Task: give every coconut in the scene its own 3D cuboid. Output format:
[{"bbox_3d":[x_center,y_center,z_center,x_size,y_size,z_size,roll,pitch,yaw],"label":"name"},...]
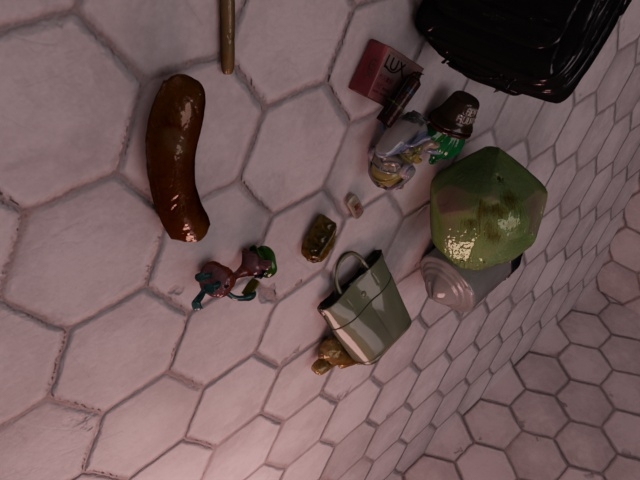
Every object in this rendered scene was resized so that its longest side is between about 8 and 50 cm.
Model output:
[{"bbox_3d":[0.433,-0.094,1.662,0.328,0.281,0.329,0,116,-1],"label":"coconut"}]

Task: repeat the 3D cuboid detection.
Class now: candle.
[{"bbox_3d":[0.432,0.080,1.881,0.342,0.221,0.221,-37,143,-20],"label":"candle"}]

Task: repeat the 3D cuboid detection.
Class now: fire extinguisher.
[{"bbox_3d":[0.164,-0.293,1.270,0.132,0.039,0.056,-55,156,2],"label":"fire extinguisher"}]

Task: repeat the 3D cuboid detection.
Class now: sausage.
[{"bbox_3d":[-0.227,-0.115,1.004,0.103,0.076,0.302,-37,144,-39],"label":"sausage"},{"bbox_3d":[-0.144,-0.320,0.975,0.024,0.024,0.132,-27,136,-36],"label":"sausage"}]

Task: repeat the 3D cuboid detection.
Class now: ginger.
[{"bbox_3d":[0.084,0.317,1.785,0.298,0.065,0.118,6,118,-53],"label":"ginger"}]

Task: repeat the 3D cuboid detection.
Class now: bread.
[{"bbox_3d":[0.000,0.000,1.406,0.066,0.060,0.110,22,101,-41],"label":"bread"}]

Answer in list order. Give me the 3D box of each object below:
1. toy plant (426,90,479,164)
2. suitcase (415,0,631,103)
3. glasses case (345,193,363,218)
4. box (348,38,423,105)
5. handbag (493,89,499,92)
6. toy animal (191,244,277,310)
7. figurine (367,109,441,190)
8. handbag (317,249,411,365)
[{"bbox_3d":[0.302,-0.263,1.521,0.142,0.105,0.200,-4,134,-38],"label":"toy plant"},{"bbox_3d":[0.396,-0.464,1.240,0.188,0.345,0.339,13,108,-60],"label":"suitcase"},{"bbox_3d":[0.080,-0.079,1.470,0.032,0.021,0.083,-49,147,-11],"label":"glasses case"},{"bbox_3d":[0.137,-0.333,1.287,0.156,0.060,0.111,5,114,-54],"label":"box"},{"bbox_3d":[0.516,-0.507,1.566,0.182,0.117,0.271,-27,137,-48],"label":"handbag"},{"bbox_3d":[-0.169,0.078,1.225,0.208,0.100,0.103,-24,99,-55],"label":"toy animal"},{"bbox_3d":[0.185,-0.202,1.406,0.208,0.128,0.184,-11,130,-52],"label":"figurine"},{"bbox_3d":[0.104,0.156,1.648,0.241,0.109,0.315,-43,119,-23],"label":"handbag"}]
